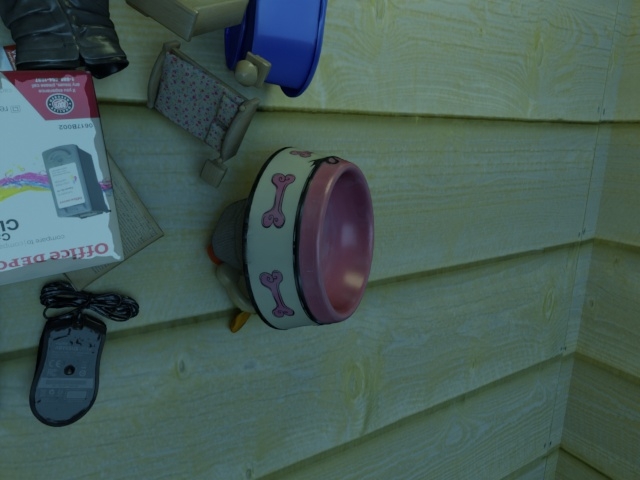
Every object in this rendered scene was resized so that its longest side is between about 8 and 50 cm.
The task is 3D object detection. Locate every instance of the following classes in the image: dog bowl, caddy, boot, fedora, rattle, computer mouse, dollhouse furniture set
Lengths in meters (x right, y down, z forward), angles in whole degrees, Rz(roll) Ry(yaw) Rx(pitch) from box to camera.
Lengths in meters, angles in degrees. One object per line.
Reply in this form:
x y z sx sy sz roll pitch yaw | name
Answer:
0.000 0.000 1.011 0.408 0.150 0.409 3 90 -67 | dog bowl
-0.073 -0.461 0.903 0.179 0.241 0.342 -3 117 -25 | caddy
-0.490 -0.368 0.719 0.337 0.118 0.223 -11 95 -28 | boot
-0.147 -0.013 1.013 0.275 0.124 0.244 -50 136 -54 | fedora
-0.222 0.107 1.090 0.199 0.142 0.130 40 47 -18 | rattle
-0.495 0.229 0.929 0.188 0.072 0.273 18 80 -32 | computer mouse
-0.281 -0.283 0.811 0.303 0.356 0.174 35 38 1 | dollhouse furniture set

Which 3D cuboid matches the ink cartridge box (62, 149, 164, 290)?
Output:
-0.447 -0.058 0.869 0.193 0.088 0.235 -36 118 -19 | ink cartridge box

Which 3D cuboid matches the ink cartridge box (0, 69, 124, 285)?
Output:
-0.455 -0.101 0.725 0.225 0.131 0.307 -13 106 -28 | ink cartridge box

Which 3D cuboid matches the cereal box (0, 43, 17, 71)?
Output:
-0.584 -0.218 0.764 0.240 0.047 0.173 -22 112 -27 | cereal box
